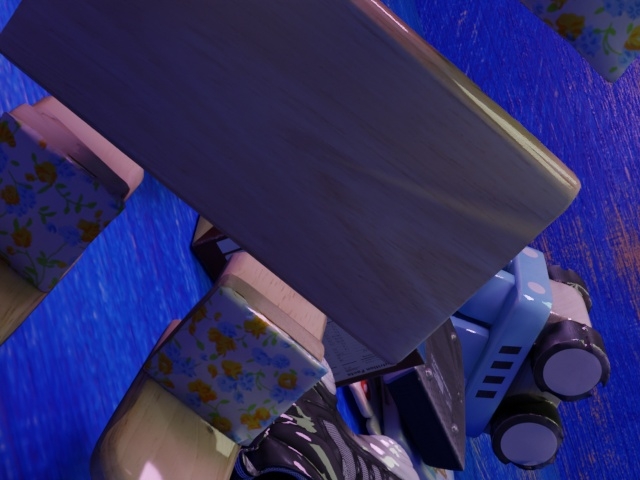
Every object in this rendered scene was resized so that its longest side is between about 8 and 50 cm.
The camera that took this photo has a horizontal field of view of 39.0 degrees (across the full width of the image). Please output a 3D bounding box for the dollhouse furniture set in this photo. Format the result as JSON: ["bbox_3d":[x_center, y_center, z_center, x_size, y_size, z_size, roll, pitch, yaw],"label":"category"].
[{"bbox_3d":[-0.086,-0.092,0.327,0.394,0.362,0.256,39,23,-9],"label":"dollhouse furniture set"}]

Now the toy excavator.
[{"bbox_3d":[0.198,0.072,1.321,0.222,0.445,0.432,-77,-173,-62],"label":"toy excavator"}]

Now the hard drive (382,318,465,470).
[{"bbox_3d":[0.128,0.144,1.102,0.254,0.054,0.172,-76,143,-61],"label":"hard drive"}]

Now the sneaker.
[{"bbox_3d":[0.002,0.209,0.719,0.268,0.101,0.153,55,23,-29],"label":"sneaker"}]

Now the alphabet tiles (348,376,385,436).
[{"bbox_3d":[0.085,0.184,1.138,0.278,0.021,0.284,-63,133,-68],"label":"alphabet tiles"}]

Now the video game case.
[{"bbox_3d":[0.122,0.220,1.140,0.193,0.023,0.212,-92,157,-43],"label":"video game case"}]

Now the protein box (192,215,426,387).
[{"bbox_3d":[0.000,0.000,0.851,0.199,0.136,0.201,-85,152,-53],"label":"protein box"}]
